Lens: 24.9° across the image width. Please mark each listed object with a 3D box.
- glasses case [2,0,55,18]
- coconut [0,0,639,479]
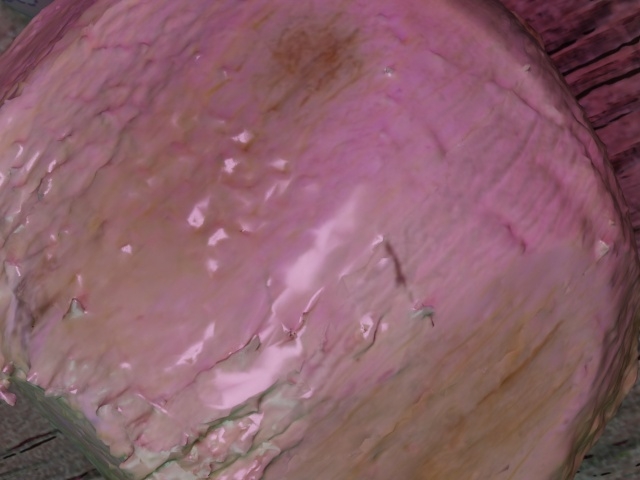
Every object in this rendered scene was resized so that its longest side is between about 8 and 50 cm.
[{"bbox_3d":[-0.184,-0.242,0.851,0.113,0.075,0.297,10,146,20],"label":"glasses case"},{"bbox_3d":[0.000,0.000,0.805,0.405,0.404,0.404,12,126,17],"label":"coconut"}]
